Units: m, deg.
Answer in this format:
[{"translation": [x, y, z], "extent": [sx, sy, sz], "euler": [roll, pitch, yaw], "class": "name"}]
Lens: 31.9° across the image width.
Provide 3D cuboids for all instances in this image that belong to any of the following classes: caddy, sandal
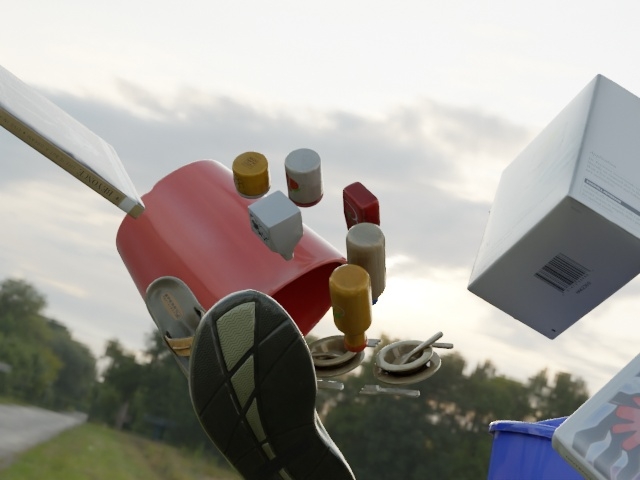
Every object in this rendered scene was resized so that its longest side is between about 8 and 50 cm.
[{"translation": [0.341, 0.277, 1.234], "extent": [0.341, 0.179, 0.241], "euler": [5, -15, 36], "class": "caddy"}, {"translation": [-0.053, 0.177, 1.102], "extent": [0.086, 0.120, 0.303], "euler": [49, -19, 56], "class": "sandal"}, {"translation": [-0.142, 0.102, 1.249], "extent": [0.180, 0.072, 0.049], "euler": [48, -11, 27], "class": "sandal"}]

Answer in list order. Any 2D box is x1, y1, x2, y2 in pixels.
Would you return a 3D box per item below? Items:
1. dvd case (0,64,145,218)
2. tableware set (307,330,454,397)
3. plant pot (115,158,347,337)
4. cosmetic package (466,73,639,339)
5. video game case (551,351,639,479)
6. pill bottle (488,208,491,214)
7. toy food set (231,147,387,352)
[{"translation": [-0.264, -0.113, 1.021], "extent": [0.221, 0.018, 0.164], "euler": [37, 7, -32], "class": "dvd case"}, {"translation": [0.060, 0.147, 1.443], "extent": [0.194, 0.039, 0.128], "euler": [1, 26, 30], "class": "tableware set"}, {"translation": [-0.137, 0.037, 1.555], "extent": [0.243, 0.275, 0.275], "euler": [47, -3, 18], "class": "plant pot"}, {"translation": [0.312, -0.040, 1.374], "extent": [0.138, 0.225, 0.224], "euler": [31, -40, -7], "class": "cosmetic package"}, {"translation": [0.252, 0.097, 0.558], "extent": [0.183, 0.201, 0.023], "euler": [43, -17, 28], "class": "video game case"}, {"translation": [0.350, 0.029, 1.895], "extent": [0.108, 0.193, 0.108], "euler": [-17, 2, 1], "class": "pill bottle"}, {"translation": [0.000, 0.000, 1.156], "extent": [0.232, 0.111, 0.104], "euler": [44, -26, 36], "class": "toy food set"}]
